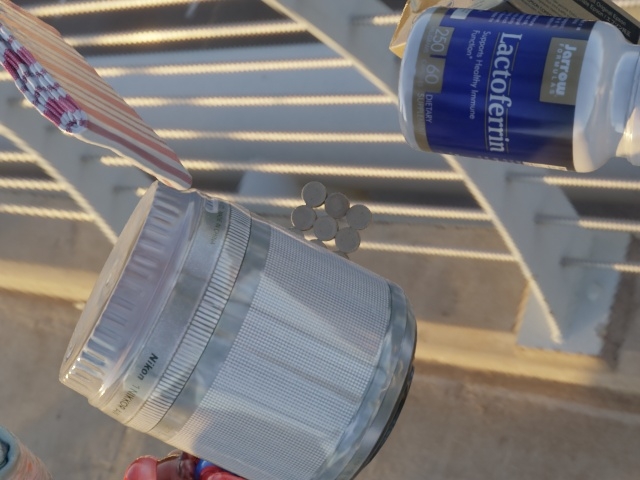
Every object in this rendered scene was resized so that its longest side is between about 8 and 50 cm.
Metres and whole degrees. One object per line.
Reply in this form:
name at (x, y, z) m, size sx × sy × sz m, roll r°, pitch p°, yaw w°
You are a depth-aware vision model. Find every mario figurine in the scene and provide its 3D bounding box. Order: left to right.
mario figurine at (-0.087, 0.280, 1.466) m, size 0.320 × 0.198 × 0.170 m, roll -35°, pitch 75°, yaw 15°

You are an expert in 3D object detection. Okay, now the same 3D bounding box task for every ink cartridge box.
ink cartridge box at (0.224, -0.232, 1.432) m, size 0.234 × 0.193 × 0.088 m, roll -10°, pitch 55°, yaw 60°

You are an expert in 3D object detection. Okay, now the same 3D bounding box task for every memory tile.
memory tile at (0.000, 0.000, 1.769) m, size 0.113 × 0.012 × 0.148 m, roll 26°, pitch 89°, yaw 16°

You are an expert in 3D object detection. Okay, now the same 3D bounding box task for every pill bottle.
pill bottle at (0.223, -0.151, 1.252) m, size 0.264 × 0.153 × 0.153 m, roll 9°, pitch 73°, yaw 20°

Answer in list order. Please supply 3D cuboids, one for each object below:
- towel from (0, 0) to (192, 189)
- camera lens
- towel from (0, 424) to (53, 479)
towel at (-0.182, -0.110, 0.863) m, size 0.029 × 0.144 × 0.197 m, roll -48°, pitch 64°, yaw 7°
camera lens at (-0.067, 0.093, 1.116) m, size 0.219 × 0.274 × 0.219 m, roll -57°, pitch 14°, yaw 23°
towel at (-0.530, 0.238, 1.550) m, size 0.374 × 0.320 × 0.090 m, roll 18°, pitch 75°, yaw 1°
